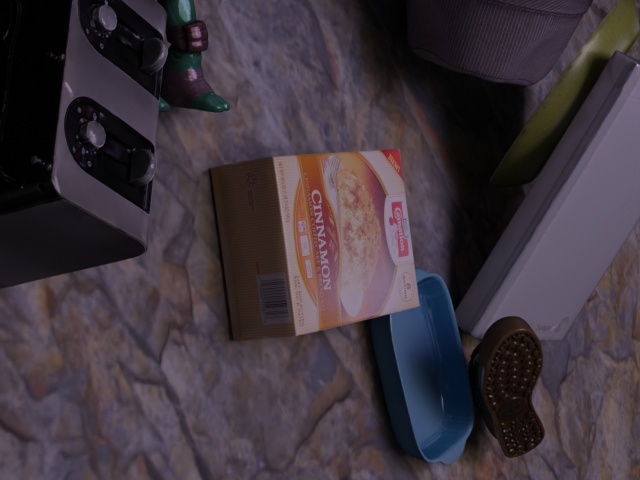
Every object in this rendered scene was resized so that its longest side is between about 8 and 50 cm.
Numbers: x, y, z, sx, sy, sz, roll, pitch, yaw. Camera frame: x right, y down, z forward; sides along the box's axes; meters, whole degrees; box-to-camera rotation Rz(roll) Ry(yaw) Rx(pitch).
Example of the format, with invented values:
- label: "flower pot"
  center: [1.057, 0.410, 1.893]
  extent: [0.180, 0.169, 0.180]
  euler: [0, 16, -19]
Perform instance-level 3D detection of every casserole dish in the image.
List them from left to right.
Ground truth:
- label: "casserole dish"
  center: [0.093, 0.119, 1.283]
  extent: [0.114, 0.037, 0.188]
  euler: [-27, 106, -52]

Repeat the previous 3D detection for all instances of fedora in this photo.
- label: "fedora"
  center: [0.160, -0.221, 1.293]
  extent: [0.275, 0.244, 0.124]
  euler: [-87, -169, -70]

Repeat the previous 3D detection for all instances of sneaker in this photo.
- label: "sneaker"
  center: [0.170, 0.124, 1.325]
  extent: [0.192, 0.064, 0.086]
  euler: [76, -12, -45]

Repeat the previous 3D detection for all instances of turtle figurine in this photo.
- label: "turtle figurine"
  center: [-0.105, -0.212, 0.995]
  extent: [0.175, 0.118, 0.234]
  euler: [-2, 103, -37]

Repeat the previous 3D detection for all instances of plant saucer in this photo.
- label: "plant saucer"
  center: [0.257, -0.144, 1.403]
  extent: [0.037, 0.241, 0.241]
  euler: [36, 43, 8]

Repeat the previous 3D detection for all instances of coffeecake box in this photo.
- label: "coffeecake box"
  center: [0.000, 0.000, 1.147]
  extent: [0.185, 0.068, 0.142]
  euler: [-9, 91, -54]

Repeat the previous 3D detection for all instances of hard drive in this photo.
- label: "hard drive"
  center: [0.270, -0.035, 1.392]
  extent: [0.203, 0.040, 0.307]
  euler: [7, 117, -53]

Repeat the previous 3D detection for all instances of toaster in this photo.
- label: "toaster"
  center: [-0.185, -0.067, 0.827]
  extent: [0.110, 0.186, 0.168]
  euler: [33, 52, -50]
